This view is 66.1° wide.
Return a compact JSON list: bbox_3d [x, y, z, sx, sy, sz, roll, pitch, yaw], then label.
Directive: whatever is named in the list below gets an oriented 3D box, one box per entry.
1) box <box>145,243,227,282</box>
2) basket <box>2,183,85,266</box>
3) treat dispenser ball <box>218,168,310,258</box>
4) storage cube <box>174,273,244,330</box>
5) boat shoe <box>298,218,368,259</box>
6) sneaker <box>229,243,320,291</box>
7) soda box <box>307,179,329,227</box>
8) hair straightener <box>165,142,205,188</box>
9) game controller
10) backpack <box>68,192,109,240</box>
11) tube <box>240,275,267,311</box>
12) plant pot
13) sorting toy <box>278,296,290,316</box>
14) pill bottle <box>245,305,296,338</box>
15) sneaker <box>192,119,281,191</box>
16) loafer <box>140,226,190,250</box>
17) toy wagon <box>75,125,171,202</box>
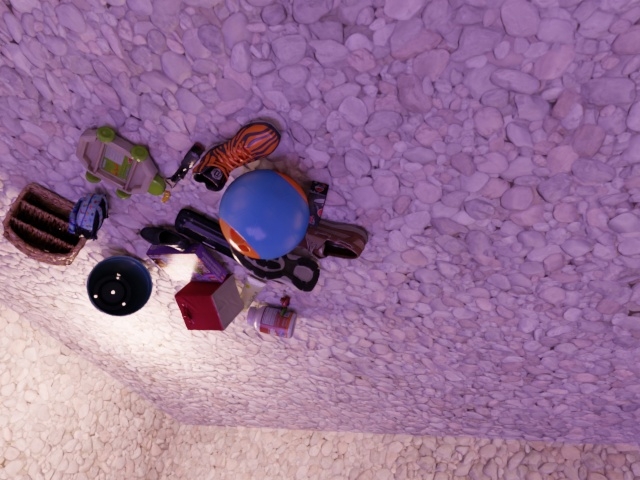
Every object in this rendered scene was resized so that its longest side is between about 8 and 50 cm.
[{"bbox_3d":[-0.564,0.096,2.075,0.294,0.057,0.200,-1,141,32],"label":"box"},{"bbox_3d":[-1.121,-0.048,2.017,0.299,0.213,0.223,32,140,-18],"label":"basket"},{"bbox_3d":[-0.178,-0.082,1.567,0.289,0.288,0.288,10,141,9],"label":"treat dispenser ball"},{"bbox_3d":[-0.476,0.267,2.130,0.193,0.215,0.183,-4,113,24],"label":"storage cube"},{"bbox_3d":[0.000,0.000,1.733,0.325,0.116,0.123,4,139,16],"label":"boat shoe"},{"bbox_3d":[-0.198,0.087,1.853,0.182,0.157,0.410,2,157,47],"label":"sneaker"},{"bbox_3d":[-0.018,-0.120,1.649,0.060,0.053,0.168,17,142,1],"label":"soda box"},{"bbox_3d":[-0.468,-0.238,1.647,0.047,0.088,0.231,38,137,-26],"label":"hair straightener"},{"bbox_3d":[-0.418,-0.016,1.929,0.319,0.067,0.166,29,154,-13],"label":"game controller"},{"bbox_3d":[-0.895,-0.108,1.907,0.117,0.158,0.173,20,139,-14],"label":"backpack"},{"bbox_3d":[-0.318,0.236,2.184,0.070,0.062,0.240,-9,149,-35],"label":"tube"},{"bbox_3d":[-0.937,0.223,2.253,0.272,0.271,0.255,34,153,-20],"label":"plant pot"},{"bbox_3d":[-0.167,0.286,2.184,0.042,0.061,0.101,26,115,12],"label":"sorting toy"},{"bbox_3d":[-0.225,0.369,2.253,0.216,0.121,0.121,12,141,7],"label":"pill bottle"},{"bbox_3d":[-0.262,-0.238,1.493,0.321,0.180,0.124,-20,124,37],"label":"sneaker"},{"bbox_3d":[-0.627,-0.017,1.961,0.224,0.076,0.078,15,160,18],"label":"loafer"},{"bbox_3d":[-0.681,-0.249,1.732,0.345,0.068,0.267,30,140,-16],"label":"toy wagon"}]
